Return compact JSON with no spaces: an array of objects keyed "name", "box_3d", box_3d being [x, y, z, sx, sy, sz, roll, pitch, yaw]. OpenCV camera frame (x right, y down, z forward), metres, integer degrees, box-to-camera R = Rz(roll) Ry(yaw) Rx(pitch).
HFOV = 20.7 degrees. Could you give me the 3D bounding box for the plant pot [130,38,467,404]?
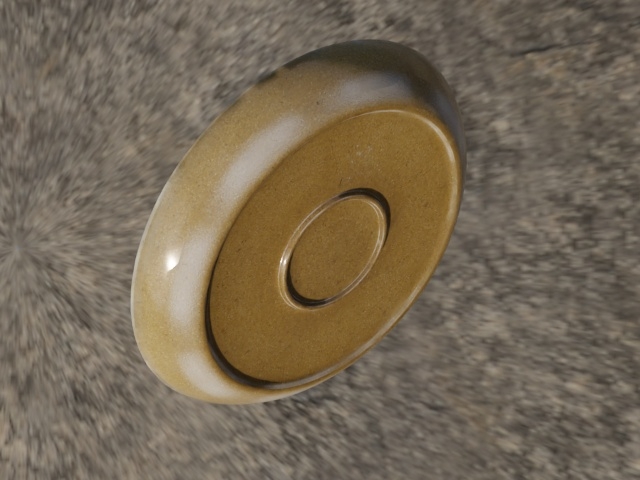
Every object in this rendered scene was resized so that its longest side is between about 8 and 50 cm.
[{"name":"plant pot","box_3d":[0.000,0.000,0.984,0.236,0.032,0.236,-27,136,-29]}]
